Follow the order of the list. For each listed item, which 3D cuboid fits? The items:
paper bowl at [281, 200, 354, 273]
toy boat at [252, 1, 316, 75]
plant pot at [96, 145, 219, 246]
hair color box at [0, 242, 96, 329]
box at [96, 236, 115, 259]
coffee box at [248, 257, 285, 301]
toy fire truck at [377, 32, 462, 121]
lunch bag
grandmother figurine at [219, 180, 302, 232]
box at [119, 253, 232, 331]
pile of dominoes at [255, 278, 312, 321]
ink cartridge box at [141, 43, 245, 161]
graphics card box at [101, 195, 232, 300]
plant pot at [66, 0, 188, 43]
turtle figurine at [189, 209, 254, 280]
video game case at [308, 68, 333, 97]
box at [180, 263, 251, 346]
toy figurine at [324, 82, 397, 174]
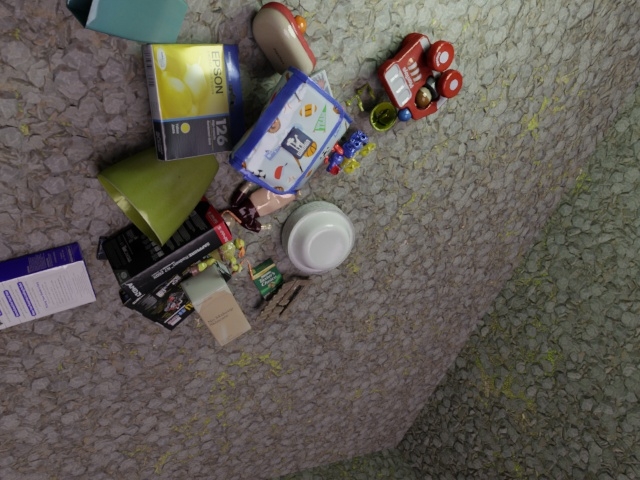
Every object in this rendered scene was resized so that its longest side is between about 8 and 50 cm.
[{"bbox_3d":[0.000,0.000,2.057,0.284,0.148,0.284,-10,119,-19],"label":"paper bowl"},{"bbox_3d":[-0.093,-0.610,1.557,0.151,0.150,0.231,-63,142,-20],"label":"toy boat"},{"bbox_3d":[-0.461,-0.181,1.579,0.293,0.274,0.275,-44,140,-19],"label":"plant pot"},{"bbox_3d":[-0.903,0.147,1.634,0.338,0.110,0.185,-18,134,-24],"label":"hair color box"},{"bbox_3d":[-0.702,0.026,1.734,0.067,0.018,0.083,2,123,-36],"label":"box"},{"bbox_3d":[-0.215,0.166,2.167,0.113,0.040,0.184,-31,136,-9],"label":"coffee box"},{"bbox_3d":[0.339,-0.556,1.831,0.254,0.169,0.302,-44,137,-5],"label":"toy fire truck"},{"bbox_3d":[-0.091,-0.313,1.551,0.328,0.239,0.385,-53,170,9],"label":"lunch bag"},{"bbox_3d":[-0.239,-0.118,1.882,0.342,0.104,0.208,-28,109,-8],"label":"grandmother figurine"},{"bbox_3d":[-0.528,0.163,1.926,0.322,0.079,0.257,-42,139,2],"label":"box"},{"bbox_3d":[-0.167,0.249,2.249,0.251,0.040,0.196,-52,152,16],"label":"pile of dominoes"},{"bbox_3d":[-0.332,-0.396,1.482,0.307,0.072,0.304,-18,113,-38],"label":"ink cartridge box"},{"bbox_3d":[-0.495,0.003,1.685,0.370,0.233,0.094,-33,138,-13],"label":"graphics card box"},{"bbox_3d":[-0.462,-0.588,1.287,0.234,0.166,0.166,5,122,-45],"label":"plant pot"},{"bbox_3d":[-0.345,0.050,1.794,0.217,0.087,0.270,-21,110,-7],"label":"turtle figurine"},{"bbox_3d":[-0.038,-0.455,1.785,0.183,0.023,0.201,-32,136,-8],"label":"video game case"},{"bbox_3d":[-0.385,0.246,1.951,0.148,0.121,0.311,-31,141,-11],"label":"box"},{"bbox_3d":[0.095,-0.364,1.894,0.363,0.191,0.217,-51,-176,-22],"label":"toy figurine"}]
